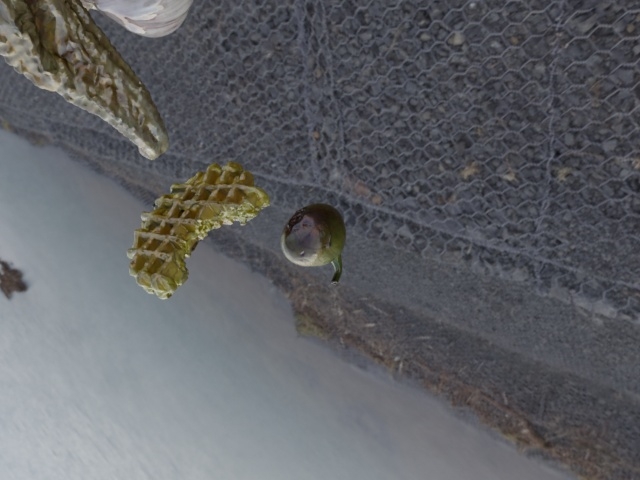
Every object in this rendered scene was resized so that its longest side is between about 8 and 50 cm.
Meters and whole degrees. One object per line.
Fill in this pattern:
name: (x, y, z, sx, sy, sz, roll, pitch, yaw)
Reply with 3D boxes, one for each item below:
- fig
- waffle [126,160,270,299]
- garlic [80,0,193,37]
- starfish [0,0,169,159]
fig: (0.000, 0.000, 0.749, 0.082, 0.084, 0.098, -22, 130, 31)
waffle: (-0.157, -0.017, 0.735, 0.149, 0.194, 0.051, 51, 174, 41)
garlic: (-0.329, -0.387, 0.874, 0.245, 0.253, 0.245, 29, 156, 14)
starfish: (-0.162, -0.174, 0.316, 0.094, 0.375, 0.327, 20, 178, 14)
